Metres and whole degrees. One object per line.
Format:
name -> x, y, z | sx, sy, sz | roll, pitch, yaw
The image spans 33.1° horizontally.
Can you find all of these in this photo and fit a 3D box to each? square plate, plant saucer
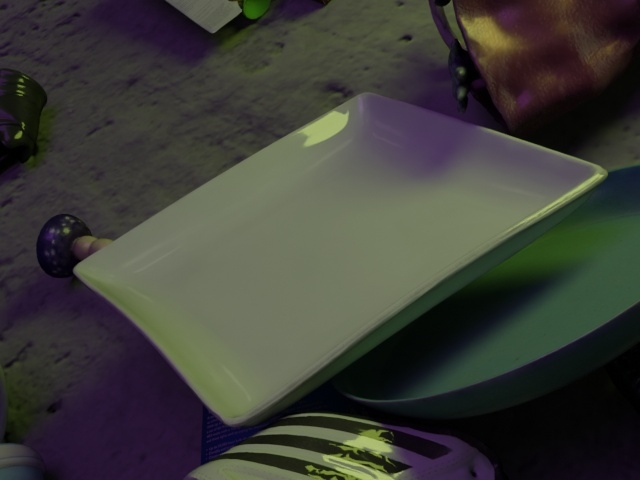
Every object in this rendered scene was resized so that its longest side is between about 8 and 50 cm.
square plate -> 0.000, 0.000, 0.895 | 0.344, 0.049, 0.347 | -33, 30, -18
plant saucer -> 0.154, 0.039, 0.794 | 0.317, 0.044, 0.317 | -29, 13, 7

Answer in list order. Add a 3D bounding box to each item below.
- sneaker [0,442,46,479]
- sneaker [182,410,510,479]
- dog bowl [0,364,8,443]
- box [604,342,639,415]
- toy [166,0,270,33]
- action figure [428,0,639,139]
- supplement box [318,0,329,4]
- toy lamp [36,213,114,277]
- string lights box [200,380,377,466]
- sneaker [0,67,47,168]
sneaker -> -0.347, 0.320, 0.908 | 0.319, 0.127, 0.208 | -26, 64, -26
sneaker -> 0.102, 0.258, 0.636 | 0.447, 0.169, 0.257 | 38, 52, 17
dog bowl -> -0.433, 0.159, 0.990 | 0.265, 0.265, 0.104 | -48, 44, -12
box -> 0.297, 0.090, 0.735 | 0.158, 0.093, 0.156 | -35, 45, 4
toy -> -0.144, -0.338, 1.365 | 0.137, 0.056, 0.237 | -42, 50, -11
action figure -> 0.289, -0.208, 0.963 | 0.370, 0.248, 0.276 | -14, 6, 5
supplement box -> 0.009, -0.327, 1.273 | 0.083, 0.043, 0.055 | -48, 48, -10
toy lamp -> -0.169, 0.018, 1.078 | 0.274, 0.080, 0.080 | 7, 59, 34
string lights box -> -0.023, 0.192, 0.853 | 0.133, 0.077, 0.260 | -17, 48, 18
sneaker -> -0.479, -0.114, 1.354 | 0.286, 0.109, 0.130 | -21, 53, 18
